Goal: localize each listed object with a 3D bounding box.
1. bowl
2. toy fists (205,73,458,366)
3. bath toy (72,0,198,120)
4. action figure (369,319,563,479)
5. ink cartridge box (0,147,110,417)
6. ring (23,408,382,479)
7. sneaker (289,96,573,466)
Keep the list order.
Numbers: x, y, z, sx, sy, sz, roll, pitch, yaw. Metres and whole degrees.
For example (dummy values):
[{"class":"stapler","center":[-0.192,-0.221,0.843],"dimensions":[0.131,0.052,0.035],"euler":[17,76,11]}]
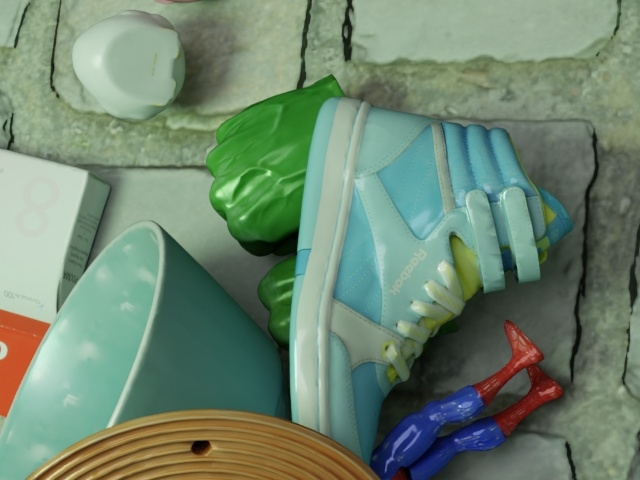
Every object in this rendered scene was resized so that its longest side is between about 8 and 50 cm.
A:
[{"class":"bowl","center":[-0.137,0.156,1.600],"dimensions":[0.163,0.311,0.311],"euler":[26,88,-19]},{"class":"toy fists","center":[0.000,0.000,1.661],"dimensions":[0.142,0.096,0.279],"euler":[-24,69,-1]},{"class":"bath toy","center":[-0.134,-0.274,1.766],"dimensions":[0.129,0.151,0.348],"euler":[10,83,63]},{"class":"action figure","center":[0.043,0.162,1.590],"dimensions":[0.280,0.091,0.139],"euler":[-39,43,-8]},{"class":"ink cartridge box","center":[-0.310,0.031,1.804],"dimensions":[0.189,0.066,0.232],"euler":[14,79,24]},{"class":"ring","center":[-0.096,0.262,1.475],"dimensions":[0.337,0.336,0.032],"euler":[-36,29,11]},{"class":"sneaker","center":[0.086,0.043,1.519],"dimensions":[0.208,0.127,0.319],"euler":[4,75,6]}]
